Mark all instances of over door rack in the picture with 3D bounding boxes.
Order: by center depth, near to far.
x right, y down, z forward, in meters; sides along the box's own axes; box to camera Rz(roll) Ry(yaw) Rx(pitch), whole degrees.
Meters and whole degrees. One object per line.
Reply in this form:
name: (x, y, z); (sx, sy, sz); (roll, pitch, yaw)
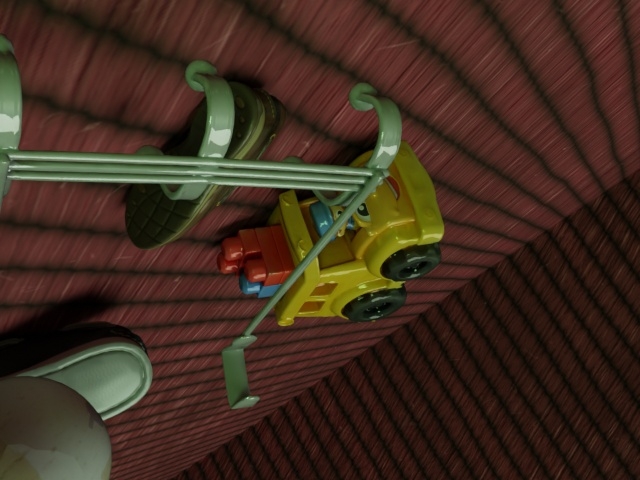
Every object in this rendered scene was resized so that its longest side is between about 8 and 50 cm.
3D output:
over door rack: (-0.120, 0.007, 0.520); (0.240, 0.108, 0.324); (0, 140, -28)

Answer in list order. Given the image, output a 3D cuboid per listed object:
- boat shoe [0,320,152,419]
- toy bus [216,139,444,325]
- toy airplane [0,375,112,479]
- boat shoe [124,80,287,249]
boat shoe: (-0.324, 0.162, 0.763); (0.303, 0.114, 0.091); (-11, -163, -20)
toy bus: (0.000, 0.000, 0.838); (0.212, 0.149, 0.220); (-5, 151, -25)
toy airplane: (-0.236, 0.122, 0.336); (0.272, 0.386, 0.384); (-24, 138, -24)
boat shoe: (-0.092, -0.052, 0.608); (0.178, 0.064, 0.060); (-43, 159, 28)
